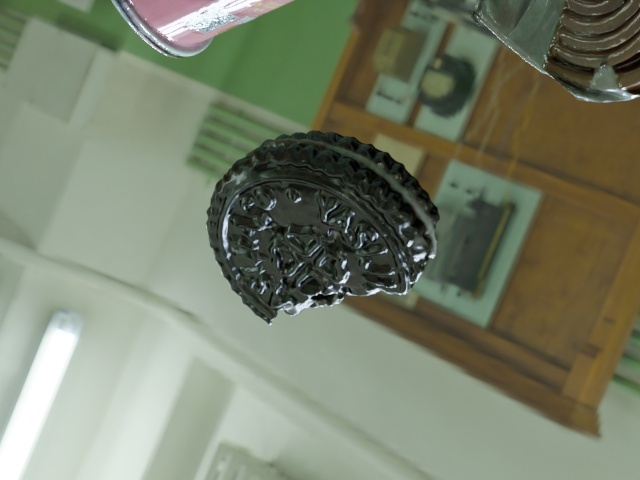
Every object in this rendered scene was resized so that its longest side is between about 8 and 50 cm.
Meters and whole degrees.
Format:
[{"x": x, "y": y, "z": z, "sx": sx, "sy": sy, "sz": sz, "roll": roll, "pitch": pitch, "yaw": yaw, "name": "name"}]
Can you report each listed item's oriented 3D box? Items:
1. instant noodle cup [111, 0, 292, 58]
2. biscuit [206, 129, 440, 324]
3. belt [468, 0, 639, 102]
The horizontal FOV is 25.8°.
[{"x": -0.024, "y": -0.274, "z": 1.014, "sx": 0.255, "sy": 0.244, "sz": 0.244, "roll": -13, "pitch": 170, "yaw": 20, "name": "instant noodle cup"}, {"x": 0.000, "y": 0.000, "z": 0.504, "sx": 0.087, "sy": 0.089, "sz": 0.027, "roll": 19, "pitch": -138, "yaw": 16, "name": "biscuit"}, {"x": 0.150, "y": -0.187, "z": 0.724, "sx": 0.105, "sy": 0.184, "sz": 0.261, "roll": -10, "pitch": -127, "yaw": -24, "name": "belt"}]
